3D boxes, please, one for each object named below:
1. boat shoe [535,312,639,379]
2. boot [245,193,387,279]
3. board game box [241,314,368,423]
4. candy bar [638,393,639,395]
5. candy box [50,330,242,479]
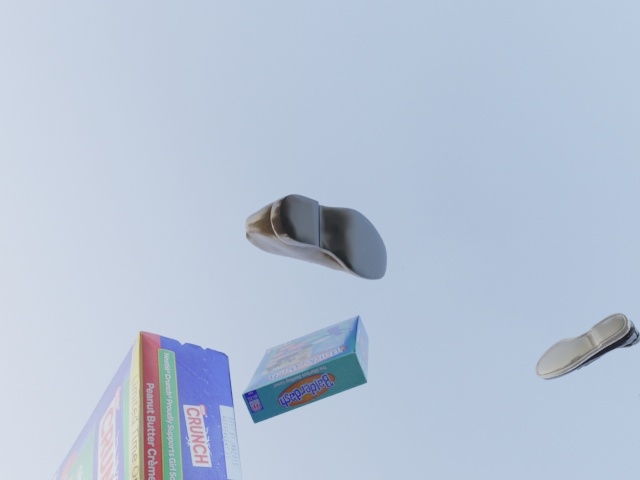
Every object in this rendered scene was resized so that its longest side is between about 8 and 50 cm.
[{"bbox_3d":[0.499,0.213,1.317,0.065,0.075,0.206,37,-57,-22],"label":"boat shoe"},{"bbox_3d":[0.000,0.000,1.234,0.115,0.305,0.112,-15,-117,40],"label":"boot"},{"bbox_3d":[-0.013,0.176,0.997,0.160,0.210,0.047,-21,-85,7],"label":"board game box"},{"bbox_3d":[0.604,0.213,1.217,0.040,0.018,0.161,29,-88,11],"label":"candy bar"},{"bbox_3d":[-0.208,0.309,0.782,0.122,0.268,0.317,21,-57,-28],"label":"candy box"}]
